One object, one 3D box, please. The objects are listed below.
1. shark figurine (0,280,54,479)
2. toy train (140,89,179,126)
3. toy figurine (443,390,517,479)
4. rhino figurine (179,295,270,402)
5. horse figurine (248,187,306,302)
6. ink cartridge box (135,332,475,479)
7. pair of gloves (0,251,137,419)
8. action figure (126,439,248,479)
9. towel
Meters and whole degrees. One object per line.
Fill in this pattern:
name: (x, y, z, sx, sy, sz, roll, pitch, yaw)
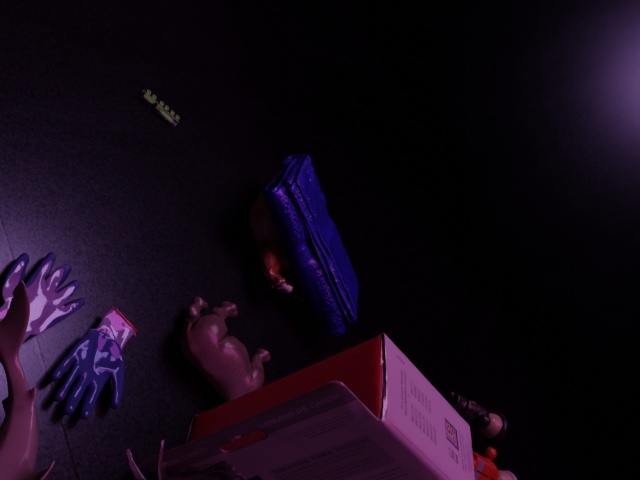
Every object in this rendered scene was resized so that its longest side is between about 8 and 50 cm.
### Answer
shark figurine: (-0.282, 0.188, 0.600, 0.166, 0.116, 0.278, 46, 31, -34)
toy train: (-0.275, -0.226, 1.141, 0.083, 0.017, 0.023, 42, 41, -37)
toy figurine: (0.260, 0.422, 1.269, 0.148, 0.209, 0.213, 33, 31, -19)
rhino figurine: (-0.116, 0.194, 0.953, 0.243, 0.073, 0.106, 56, 22, -16)
horse figurine: (-0.078, -0.001, 1.233, 0.174, 0.066, 0.263, 35, 38, -54)
ink cartridge box: (-0.015, 0.249, 0.805, 0.272, 0.310, 0.130, 49, 28, -27)
pair of gloves: (-0.292, 0.108, 0.765, 0.198, 0.023, 0.159, 51, 29, -20)
action figure: (-0.114, 0.336, 0.715, 0.275, 0.164, 0.140, 54, 21, -30)
towel: (0.000, 0.000, 1.238, 0.227, 0.076, 0.308, -69, 140, -64)
